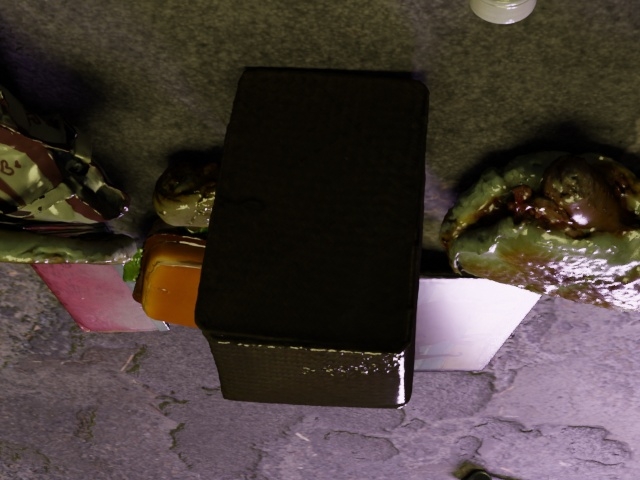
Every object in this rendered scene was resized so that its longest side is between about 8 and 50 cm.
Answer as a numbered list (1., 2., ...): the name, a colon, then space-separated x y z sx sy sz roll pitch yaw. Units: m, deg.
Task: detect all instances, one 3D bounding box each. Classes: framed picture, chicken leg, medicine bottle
1. framed picture: 0.069 0.098 1.493 0.346 0.016 0.265 2 151 -14
2. chicken leg: -0.082 -0.040 1.300 0.178 0.070 0.093 12 167 -26
3. medicine bottle: 0.142 -0.216 0.981 0.057 0.057 0.089 2 148 5

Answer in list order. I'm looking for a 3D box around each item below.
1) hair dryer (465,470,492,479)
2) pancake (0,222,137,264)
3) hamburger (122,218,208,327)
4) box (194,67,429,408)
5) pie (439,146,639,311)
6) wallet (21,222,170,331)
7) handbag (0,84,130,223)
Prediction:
1. hair dryer: 0.281 0.386 1.984 0.124 0.038 0.063 6 151 -15
2. pancake: -0.307 0.000 1.292 0.253 0.037 0.253 4 -179 0
3. hamburger: -0.144 0.025 1.394 0.137 0.087 0.166 12 147 -10
4. box: 0.000 -0.001 1.153 0.184 0.273 0.143 4 152 4
5. pie: 0.257 0.005 1.296 0.274 0.106 0.257 21 153 -24
6. wallet: -0.270 0.049 1.513 0.119 0.025 0.232 -3 148 13
7. handbag: -0.309 -0.078 1.203 0.213 0.127 0.235 36 163 -27
